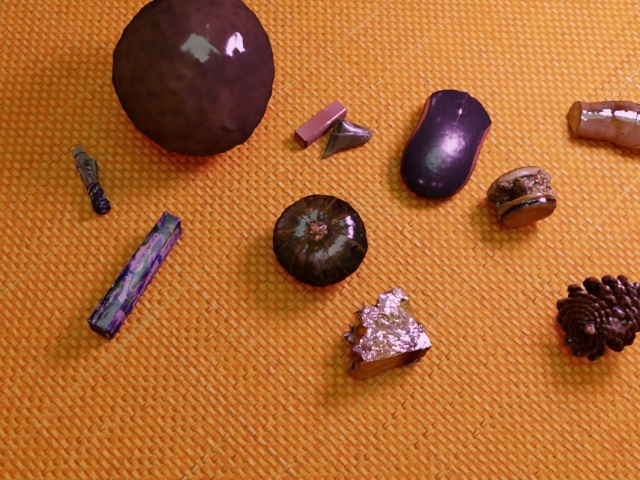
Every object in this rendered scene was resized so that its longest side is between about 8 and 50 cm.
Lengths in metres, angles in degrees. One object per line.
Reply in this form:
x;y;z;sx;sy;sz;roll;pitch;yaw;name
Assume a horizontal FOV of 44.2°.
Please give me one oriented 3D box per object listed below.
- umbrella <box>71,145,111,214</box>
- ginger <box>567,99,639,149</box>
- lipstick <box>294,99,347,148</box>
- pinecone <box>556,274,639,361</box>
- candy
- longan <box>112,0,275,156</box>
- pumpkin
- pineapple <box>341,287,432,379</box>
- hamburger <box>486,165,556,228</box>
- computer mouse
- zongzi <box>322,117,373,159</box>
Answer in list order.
-0.547;-0.145;1.893;0.050;0.046;0.188;-21;66;-17;umbrella
0.775;-0.301;2.031;0.262;0.117;0.109;11;27;5;ginger
0.000;-0.293;1.994;0.145;0.045;0.045;-39;74;-18;lipstick
0.650;0.165;1.794;0.212;0.186;0.169;-7;43;-27;pinecone
-0.414;0.078;1.787;0.061;0.088;0.312;30;68;3;candy
-0.287;-0.391;1.844;0.390;0.391;0.391;2;68;-4;longan
0.000;0.000;1.818;0.223;0.157;0.224;-6;67;13;pumpkin
0.153;0.214;1.768;0.186;0.114;0.236;30;66;8;pineapple
0.479;-0.114;1.894;0.159;0.185;0.131;-15;73;6;hamburger
0.315;-0.248;1.967;0.182;0.116;0.323;25;67;0;computer mouse
0.069;-0.241;1.986;0.104;0.052;0.113;19;92;-12;zongzi
